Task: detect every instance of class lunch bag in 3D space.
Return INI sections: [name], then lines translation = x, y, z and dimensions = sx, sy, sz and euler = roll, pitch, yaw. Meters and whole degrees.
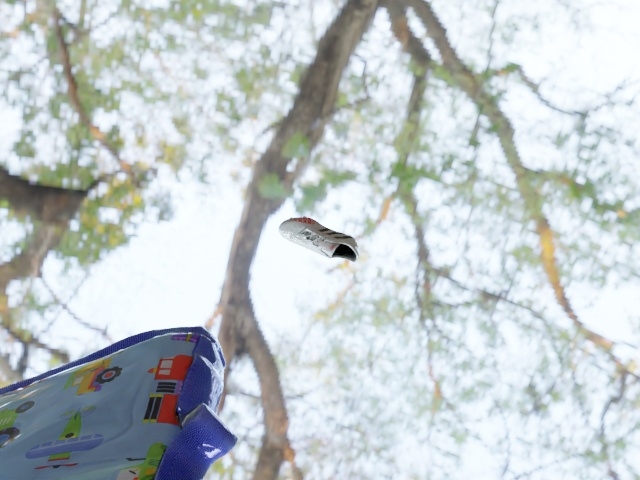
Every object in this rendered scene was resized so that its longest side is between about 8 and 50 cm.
[lunch bag]
translation = -0.173, 0.162, 0.741
dimensions = 0.138, 0.293, 0.221
euler = 52, -160, -18

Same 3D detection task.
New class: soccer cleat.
[soccer cleat]
translation = 0.000, 0.000, 1.245
dimensions = 0.083, 0.029, 0.035
euler = 19, -157, -22
